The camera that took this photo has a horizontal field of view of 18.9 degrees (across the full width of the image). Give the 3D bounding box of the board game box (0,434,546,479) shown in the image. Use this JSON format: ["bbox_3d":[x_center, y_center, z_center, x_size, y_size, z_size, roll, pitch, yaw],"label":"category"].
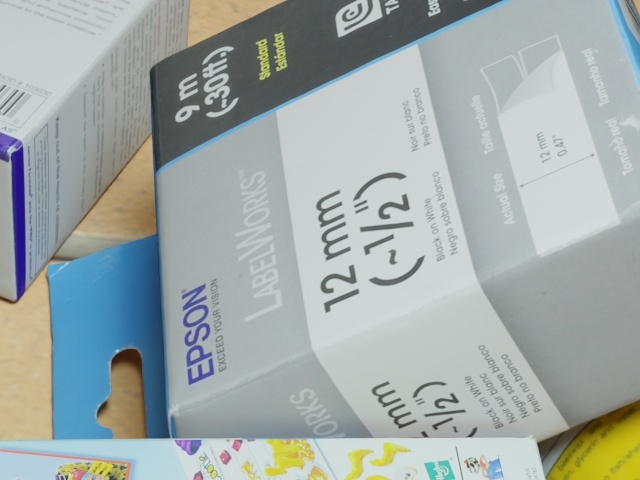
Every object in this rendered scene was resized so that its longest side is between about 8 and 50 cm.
[{"bbox_3d":[-0.045,0.179,0.786,0.275,0.142,0.144,1,42,-8],"label":"board game box"}]

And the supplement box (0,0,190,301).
[{"bbox_3d":[-0.167,-0.086,1.087,0.111,0.114,0.220,19,44,14],"label":"supplement box"}]

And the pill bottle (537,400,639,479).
[{"bbox_3d":[0.144,0.092,0.917,0.136,0.136,0.245,-17,47,-25],"label":"pill bottle"}]

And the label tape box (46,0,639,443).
[{"bbox_3d":[0.000,0.000,0.900,0.348,0.115,0.249,-23,40,12],"label":"label tape box"}]
